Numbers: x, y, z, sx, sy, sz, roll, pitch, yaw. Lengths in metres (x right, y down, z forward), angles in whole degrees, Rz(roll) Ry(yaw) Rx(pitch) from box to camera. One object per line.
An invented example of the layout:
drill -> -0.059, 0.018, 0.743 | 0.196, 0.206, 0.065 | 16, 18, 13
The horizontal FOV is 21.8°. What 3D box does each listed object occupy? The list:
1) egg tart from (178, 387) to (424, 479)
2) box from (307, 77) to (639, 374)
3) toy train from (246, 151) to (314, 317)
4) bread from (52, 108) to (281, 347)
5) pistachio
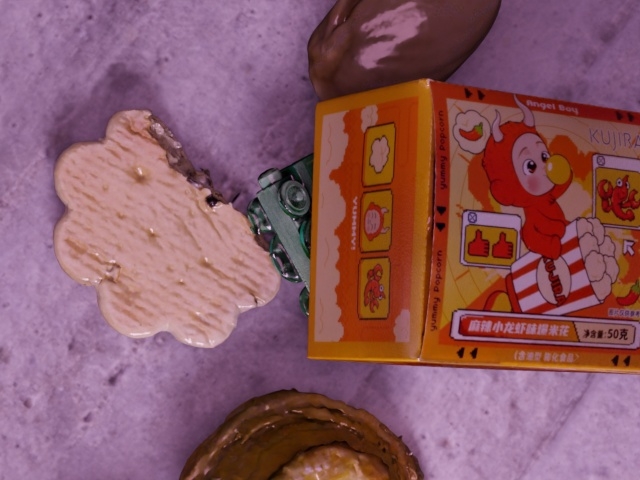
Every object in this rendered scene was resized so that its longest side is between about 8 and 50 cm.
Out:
egg tart -> -0.009, 0.283, 1.605 | 0.294, 0.123, 0.294 | 5, 76, -22
box -> 0.161, -0.005, 1.590 | 0.284, 0.214, 0.259 | 5, 84, -30
toy train -> 0.000, 0.000, 1.674 | 0.105, 0.071, 0.178 | -34, 97, -46
bread -> -0.169, -0.001, 1.673 | 0.182, 0.039, 0.251 | -42, 92, -8
pistachio -> 0.090, -0.216, 1.681 | 0.238, 0.153, 0.138 | -44, 51, -12
